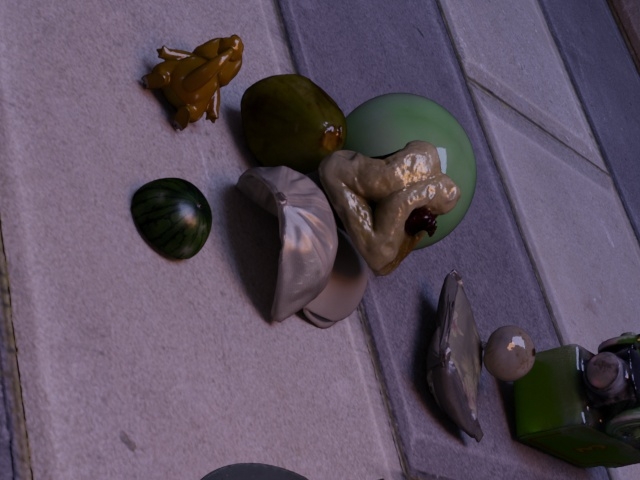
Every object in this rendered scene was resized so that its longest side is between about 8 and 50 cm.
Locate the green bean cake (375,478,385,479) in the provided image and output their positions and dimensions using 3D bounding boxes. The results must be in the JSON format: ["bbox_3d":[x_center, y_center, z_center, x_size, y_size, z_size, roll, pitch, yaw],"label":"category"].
[{"bbox_3d":[0.093,0.412,1.470,0.236,0.124,0.233,41,31,-31],"label":"green bean cake"}]

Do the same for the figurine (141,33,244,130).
[{"bbox_3d":[-0.144,-0.230,1.749,0.121,0.122,0.176,50,28,-9],"label":"figurine"}]

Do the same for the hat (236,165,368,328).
[{"bbox_3d":[0.000,0.000,1.740,0.226,0.164,0.219,5,56,-36],"label":"hat"}]

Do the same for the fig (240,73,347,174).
[{"bbox_3d":[-0.030,-0.153,1.838,0.166,0.144,0.154,42,-34,50],"label":"fig"}]

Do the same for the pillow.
[{"bbox_3d":[0.201,0.173,1.973,0.169,0.059,0.255,62,22,-25],"label":"pillow"}]

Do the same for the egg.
[{"bbox_3d":[0.116,-0.103,1.944,0.220,0.220,0.269,42,20,-28],"label":"egg"}]

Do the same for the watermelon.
[{"bbox_3d":[-0.166,-0.033,1.570,0.105,0.062,0.105,34,36,-30],"label":"watermelon"}]

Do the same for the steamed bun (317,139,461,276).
[{"bbox_3d":[0.099,-0.059,1.750,0.172,0.155,0.141,63,6,10],"label":"steamed bun"}]

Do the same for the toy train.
[{"bbox_3d":[0.462,0.262,2.108,0.307,0.249,0.173,28,51,-46],"label":"toy train"}]

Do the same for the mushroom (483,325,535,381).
[{"bbox_3d":[0.280,0.170,2.012,0.085,0.085,0.079,53,-14,-10],"label":"mushroom"}]

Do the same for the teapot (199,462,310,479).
[{"bbox_3d":[-0.073,0.326,1.280,0.162,0.149,0.239,32,35,16],"label":"teapot"}]
